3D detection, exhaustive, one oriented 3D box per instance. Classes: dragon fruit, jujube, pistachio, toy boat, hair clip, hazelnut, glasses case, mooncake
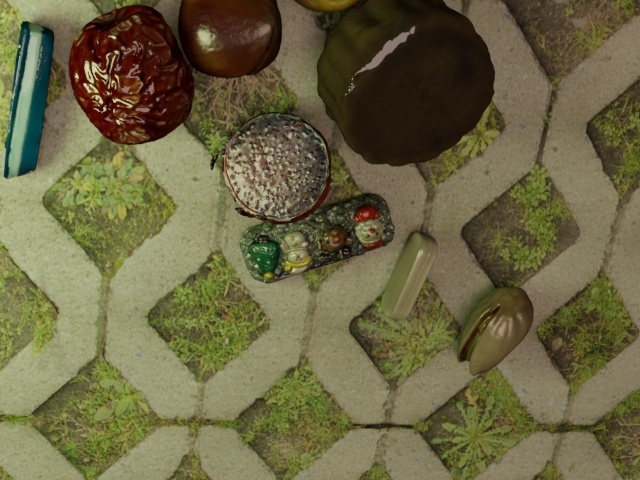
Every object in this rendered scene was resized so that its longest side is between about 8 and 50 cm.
[{"bbox_3d":[-0.072,-0.140,1.848,0.224,0.148,0.218,-33,84,14],"label":"dragon fruit"},{"bbox_3d":[-0.334,-0.289,1.677,0.213,0.213,0.232,-20,125,-3],"label":"jujube"},{"bbox_3d":[0.386,0.199,2.076,0.152,0.126,0.223,14,114,-54],"label":"pistachio"},{"bbox_3d":[-0.538,-0.249,1.723,0.062,0.096,0.299,6,113,-23],"label":"toy boat"},{"bbox_3d":[-0.001,0.001,1.932,0.321,0.091,0.138,-18,112,-5],"label":"hair clip"},{"bbox_3d":[-0.149,-0.381,1.675,0.208,0.208,0.208,-4,113,-10],"label":"hazelnut"},{"bbox_3d":[0.189,0.077,2.006,0.050,0.083,0.196,18,109,-17],"label":"glasses case"},{"bbox_3d":[0.152,-0.306,1.751,0.324,0.187,0.324,-14,133,-15],"label":"mooncake"}]

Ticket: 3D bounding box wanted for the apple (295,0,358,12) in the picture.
[{"bbox_3d":[0.013,-0.495,1.684,0.183,0.155,0.182,-17,146,-12],"label":"apple"}]
